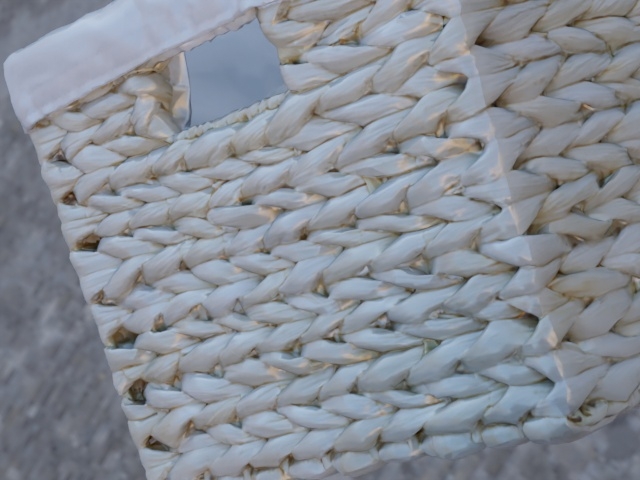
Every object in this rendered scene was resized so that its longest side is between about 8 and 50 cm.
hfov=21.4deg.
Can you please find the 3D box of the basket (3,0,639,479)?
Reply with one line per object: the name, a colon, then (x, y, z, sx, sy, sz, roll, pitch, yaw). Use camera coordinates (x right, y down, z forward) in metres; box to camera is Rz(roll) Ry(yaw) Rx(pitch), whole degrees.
basket: (0.072, -0.040, 0.891, 0.328, 0.331, 0.267, -17, 88, 45)
